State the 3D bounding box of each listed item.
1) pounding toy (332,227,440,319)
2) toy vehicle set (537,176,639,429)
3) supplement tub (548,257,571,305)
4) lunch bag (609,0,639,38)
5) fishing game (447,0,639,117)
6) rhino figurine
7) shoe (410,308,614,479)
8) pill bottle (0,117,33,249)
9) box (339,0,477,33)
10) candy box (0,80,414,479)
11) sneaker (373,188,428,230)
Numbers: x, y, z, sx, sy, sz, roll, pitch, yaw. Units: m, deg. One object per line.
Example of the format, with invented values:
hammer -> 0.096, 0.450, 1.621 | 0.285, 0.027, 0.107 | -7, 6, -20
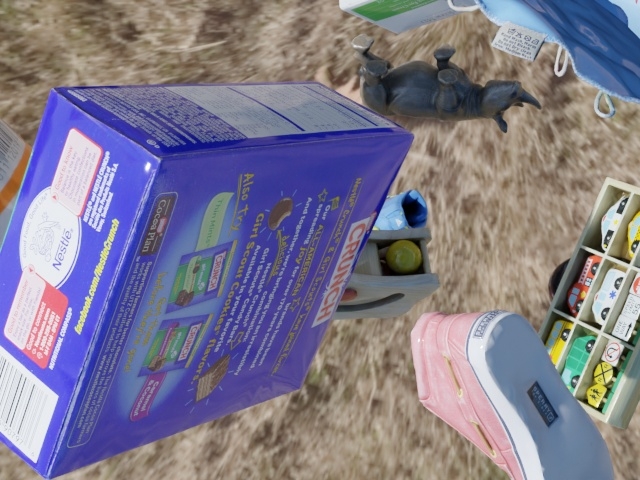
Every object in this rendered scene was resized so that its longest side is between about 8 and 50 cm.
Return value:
pounding toy -> 0.000, 0.000, 1.627 | 0.270, 0.154, 0.154 | -1, 62, -12
toy vehicle set -> 0.349, 0.070, 1.605 | 0.035, 0.166, 0.266 | 22, 93, -32
supplement tub -> 0.363, 0.115, 1.813 | 0.106, 0.106, 0.198 | -10, 137, 8
lunch bag -> 0.286, -0.085, 0.813 | 0.138, 0.221, 0.293 | -49, 136, -9
fishing game -> 0.089, -0.096, 0.570 | 0.264, 0.189, 0.041 | 43, 112, 7
rhino figurine -> 0.156, -0.189, 1.697 | 0.243, 0.106, 0.073 | 11, 60, 13
shoe -> 0.125, 0.119, 0.889 | 0.063, 0.081, 0.178 | -41, 112, -28
pill bottle -> -0.458, -0.121, 1.237 | 0.224, 0.224, 0.392 | -38, 113, 11
box -> 0.080, -0.259, 1.254 | 0.101, 0.087, 0.102 | -13, 73, 41
candy box -> -0.098, 0.015, 1.062 | 0.122, 0.317, 0.268 | 35, 115, 28
sneaker -> 0.111, -0.028, 2.022 | 0.126, 0.240, 0.091 | -23, 99, 17
